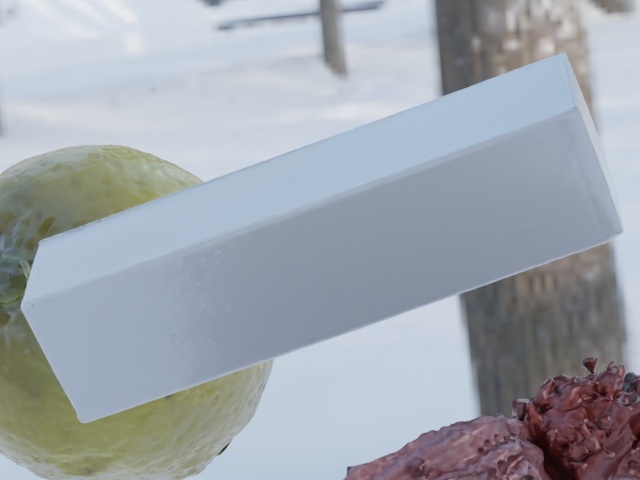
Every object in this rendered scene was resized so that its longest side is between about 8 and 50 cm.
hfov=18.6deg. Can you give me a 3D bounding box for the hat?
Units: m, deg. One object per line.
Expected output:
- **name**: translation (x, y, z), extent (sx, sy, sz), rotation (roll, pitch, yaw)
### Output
- **hat**: translation (0.043, 0.152, 0.878), extent (0.286, 0.107, 0.237), rotation (-29, -29, -8)

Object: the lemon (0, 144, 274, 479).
- **lemon**: translation (-0.153, 0.059, 1.426), extent (0.245, 0.245, 0.320), rotation (-2, -15, 20)

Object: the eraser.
- **eraser**: translation (0.000, -0.001, 0.999), extent (0.298, 0.078, 0.076), rotation (-20, 25, 11)
